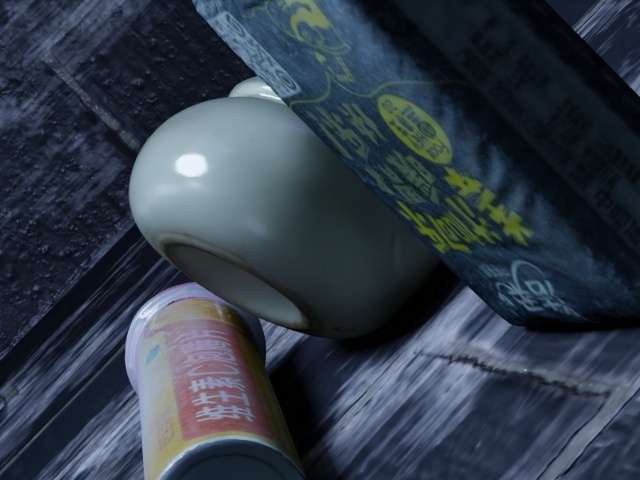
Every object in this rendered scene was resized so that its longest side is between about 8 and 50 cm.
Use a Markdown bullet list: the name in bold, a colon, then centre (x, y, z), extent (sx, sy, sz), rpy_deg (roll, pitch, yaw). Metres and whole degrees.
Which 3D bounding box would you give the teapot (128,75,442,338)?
- **teapot**: centre (-0.033, -0.020, 1.272), extent (0.149, 0.220, 0.318), rpy_deg (-60, 14, -15)

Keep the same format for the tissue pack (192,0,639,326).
- **tissue pack**: centre (0.065, -0.064, 0.890), extent (0.081, 0.257, 0.185), rpy_deg (-49, 12, -14)

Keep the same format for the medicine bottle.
- **medicine bottle**: centre (-0.068, 0.117, 1.161), extent (0.108, 0.108, 0.426), rpy_deg (-44, 12, 1)
